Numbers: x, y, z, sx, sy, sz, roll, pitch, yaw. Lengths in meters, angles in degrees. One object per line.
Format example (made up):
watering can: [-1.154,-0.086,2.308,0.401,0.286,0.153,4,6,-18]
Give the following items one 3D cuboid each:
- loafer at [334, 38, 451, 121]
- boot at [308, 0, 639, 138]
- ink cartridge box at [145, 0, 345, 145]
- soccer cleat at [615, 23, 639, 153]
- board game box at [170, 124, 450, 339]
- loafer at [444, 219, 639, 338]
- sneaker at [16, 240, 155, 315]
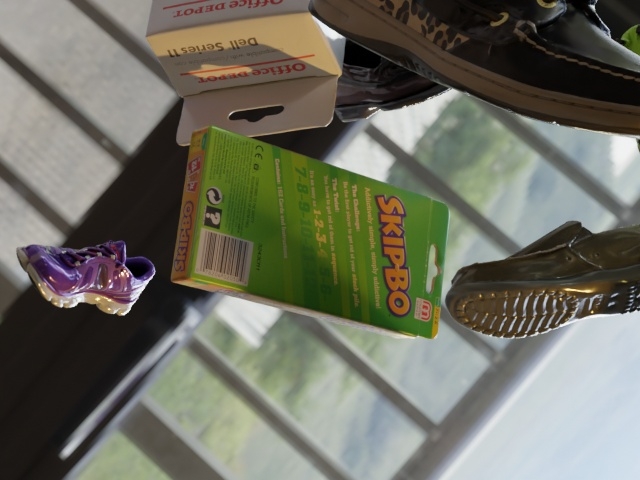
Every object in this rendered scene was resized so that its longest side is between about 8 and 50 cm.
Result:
loafer: [0.087,-0.204,1.743,0.109,0.095,0.302,-38,-167,-27]
boot: [0.172,-0.250,1.210,0.138,0.377,0.284,5,108,-46]
ink cartridge box: [-0.078,-0.291,1.803,0.119,0.207,0.353,62,27,-50]
soccer cleat: [0.335,-0.131,1.496,0.060,0.179,0.072,-28,145,32]
board game box: [0.000,0.000,1.264,0.039,0.259,0.124,-10,-111,54]
loafer: [0.242,0.034,1.561,0.251,0.087,0.094,-6,145,-13]
sneaker: [-0.228,0.022,1.505,0.071,0.068,0.170,-45,153,19]
